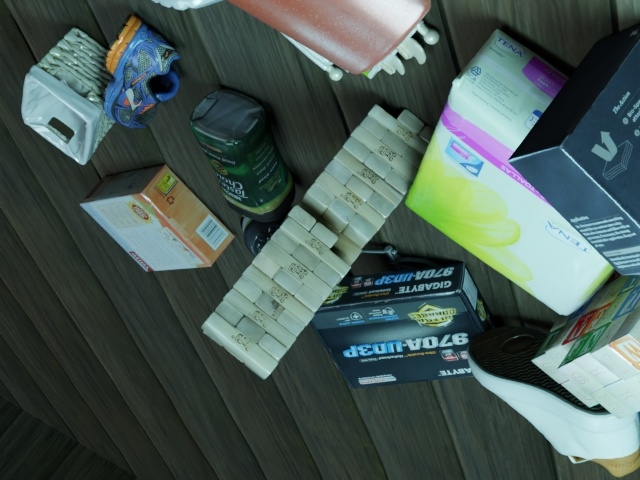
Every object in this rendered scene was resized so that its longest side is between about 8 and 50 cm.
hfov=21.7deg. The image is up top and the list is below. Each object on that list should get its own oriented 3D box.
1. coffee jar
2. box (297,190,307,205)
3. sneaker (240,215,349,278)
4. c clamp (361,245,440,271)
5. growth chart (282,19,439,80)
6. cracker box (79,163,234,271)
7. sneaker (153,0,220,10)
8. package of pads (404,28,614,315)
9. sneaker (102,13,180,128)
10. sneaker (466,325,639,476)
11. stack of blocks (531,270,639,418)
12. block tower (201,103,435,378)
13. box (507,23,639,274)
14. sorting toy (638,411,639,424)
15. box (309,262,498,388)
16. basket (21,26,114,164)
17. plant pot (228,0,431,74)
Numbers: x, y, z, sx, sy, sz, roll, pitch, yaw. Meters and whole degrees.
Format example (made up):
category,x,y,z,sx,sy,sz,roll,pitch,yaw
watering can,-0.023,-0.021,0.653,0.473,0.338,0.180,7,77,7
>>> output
category,x,y,z,sx,sy,sz,roll,pitch,yaw
coffee jar,-0.095,-0.103,2.113,0.096,0.079,0.184,24,155,30
box,-0.001,-0.006,2.099,0.072,0.126,0.137,41,159,-12
sneaker,-0.031,0.030,2.319,0.234,0.084,0.097,52,179,-29
c clamp,0.136,0.061,2.167,0.137,0.022,0.160,0,138,48
growth chart,0.019,-0.232,1.756,0.172,0.021,0.237,43,158,-15
cracker box,-0.248,-0.031,2.510,0.155,0.067,0.232,47,156,-20
sneaker,-0.200,-0.341,1.819,0.281,0.105,0.115,23,124,37
package of pads,0.221,-0.058,1.687,0.229,0.101,0.296,36,159,7
sneaker,-0.224,-0.197,2.126,0.087,0.083,0.221,29,160,7
sneaker,0.272,0.197,1.977,0.290,0.106,0.123,34,147,57
stack of blocks,0.328,0.091,1.724,0.087,0.171,0.297,39,159,-3
block tower,0.000,0.000,1.822,0.091,0.335,0.097,38,158,1
box,0.280,-0.079,1.476,0.158,0.156,0.093,44,159,-14
sorting toy,0.412,0.180,1.817,0.127,0.126,0.365,27,159,-3
box,0.110,0.112,2.144,0.220,0.051,0.175,-8,136,24
basket,-0.327,-0.196,2.253,0.113,0.103,0.167,37,159,2
plant pot,-0.018,-0.294,1.400,0.265,0.272,0.272,34,160,-15
